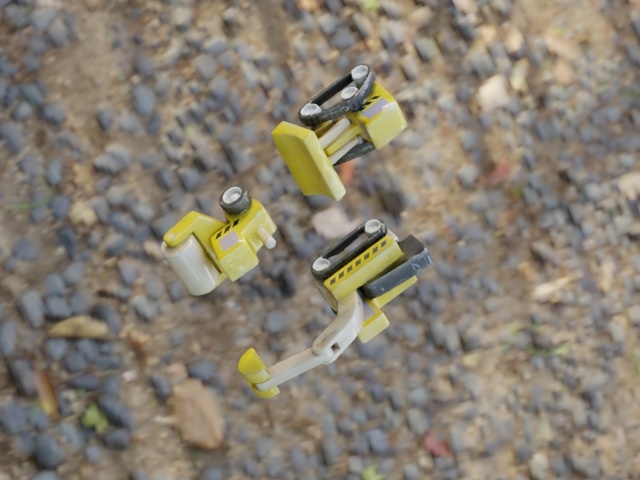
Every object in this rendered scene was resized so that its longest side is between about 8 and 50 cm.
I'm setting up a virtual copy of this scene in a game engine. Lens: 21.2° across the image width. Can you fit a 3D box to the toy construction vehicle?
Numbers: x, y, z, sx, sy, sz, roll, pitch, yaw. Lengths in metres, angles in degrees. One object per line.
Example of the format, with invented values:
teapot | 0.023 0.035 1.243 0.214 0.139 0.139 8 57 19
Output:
toy construction vehicle | 0.000 0.000 0.603 0.098 0.035 0.086 -36 129 -12
